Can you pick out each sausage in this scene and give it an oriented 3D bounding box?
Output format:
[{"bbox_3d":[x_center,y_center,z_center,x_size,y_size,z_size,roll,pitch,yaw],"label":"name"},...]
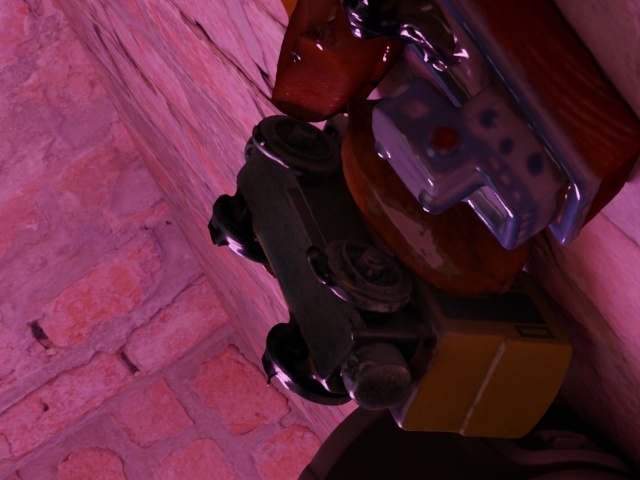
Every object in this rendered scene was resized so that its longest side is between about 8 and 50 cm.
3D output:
[{"bbox_3d":[0.017,-0.166,1.425,0.102,0.102,0.330,57,171,2],"label":"sausage"}]

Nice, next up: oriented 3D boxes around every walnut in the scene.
[{"bbox_3d":[0.090,-0.041,1.394,0.207,0.116,0.116,48,169,16],"label":"walnut"}]

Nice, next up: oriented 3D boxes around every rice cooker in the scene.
[{"bbox_3d":[0.155,0.297,1.607,0.335,0.335,0.325,63,170,-29],"label":"rice cooker"}]

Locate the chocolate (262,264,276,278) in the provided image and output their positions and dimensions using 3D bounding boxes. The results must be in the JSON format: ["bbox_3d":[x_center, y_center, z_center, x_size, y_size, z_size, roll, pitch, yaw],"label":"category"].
[{"bbox_3d":[0.000,0.000,2.001,0.133,0.127,0.124,37,154,22],"label":"chocolate"}]

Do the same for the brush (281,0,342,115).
[{"bbox_3d":[-0.017,-0.210,1.725,0.103,0.013,0.272,51,170,38],"label":"brush"}]

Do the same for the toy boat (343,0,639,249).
[{"bbox_3d":[0.065,-0.138,1.136,0.332,0.133,0.145,56,172,15],"label":"toy boat"}]

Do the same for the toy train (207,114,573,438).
[{"bbox_3d":[0.048,0.016,1.540,0.369,0.237,0.150,-115,39,-48],"label":"toy train"}]
